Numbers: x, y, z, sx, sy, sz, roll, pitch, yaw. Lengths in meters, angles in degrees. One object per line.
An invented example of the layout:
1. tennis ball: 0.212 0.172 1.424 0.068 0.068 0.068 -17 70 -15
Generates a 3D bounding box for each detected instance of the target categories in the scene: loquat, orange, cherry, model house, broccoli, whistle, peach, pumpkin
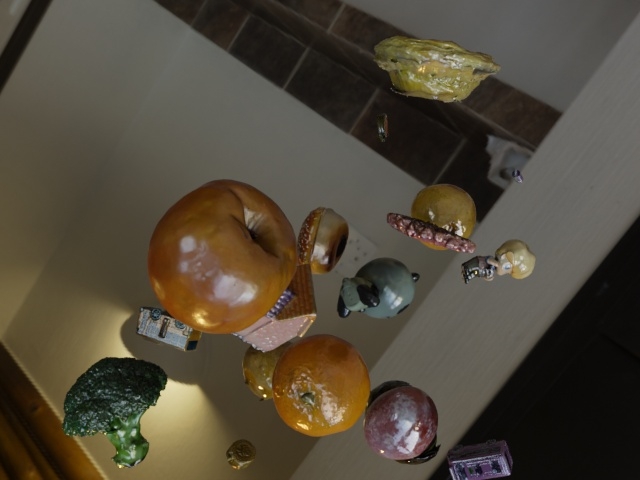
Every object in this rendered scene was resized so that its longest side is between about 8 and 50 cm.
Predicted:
1. loquat: -0.164 0.441 2.013 0.244 0.243 0.244 34 -171 -6
2. loquat: 0.378 -0.076 1.761 0.208 0.208 0.208 34 -171 -6
3. orange: 0.000 0.442 1.740 0.312 0.312 0.312 34 -171 -6
4. cherry: 0.253 0.582 1.810 0.213 0.285 0.236 35 -136 29
5. model house: -0.145 0.156 1.617 0.237 0.237 0.202 40 -149 -35
6. broccoli: -0.550 0.455 1.554 0.297 0.298 0.297 -115 13 -72
7. whistle: 0.748 -0.243 2.156 0.033 0.033 0.176 39 -167 21
8. peach: -0.224 0.044 1.271 0.343 0.302 0.342 33 -138 -36
9. pumpkin: 0.290 0.663 2.074 0.320 0.192 0.320 55 165 23

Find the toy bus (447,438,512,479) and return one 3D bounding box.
1. toy bus: 0.460 0.646 1.658 0.086 0.178 0.098 70 -158 -3

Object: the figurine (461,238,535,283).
1. figurine: 0.482 0.064 1.541 0.108 0.196 0.114 -114 9 -53

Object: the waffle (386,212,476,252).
1. waffle: 0.287 -0.021 1.524 0.221 0.055 0.234 15 -170 -34

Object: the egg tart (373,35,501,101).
1. egg tart: 0.305 -0.456 1.539 0.352 0.149 0.352 8 -164 -2

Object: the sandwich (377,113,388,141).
1. sandwich: 0.199 -0.359 1.806 0.026 0.101 0.069 -6 170 17

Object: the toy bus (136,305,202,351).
1. toy bus: -0.446 0.259 1.667 0.182 0.103 0.091 15 175 15

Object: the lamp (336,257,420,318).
1. lamp: 0.165 0.145 1.658 0.198 0.197 0.244 40 -146 28

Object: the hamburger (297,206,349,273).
1. hamburger: -0.001 0.004 1.780 0.148 0.236 0.237 19 -175 14

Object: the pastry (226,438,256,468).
1. pastry: -0.291 0.784 2.083 0.109 0.057 0.097 -1 -134 -28
